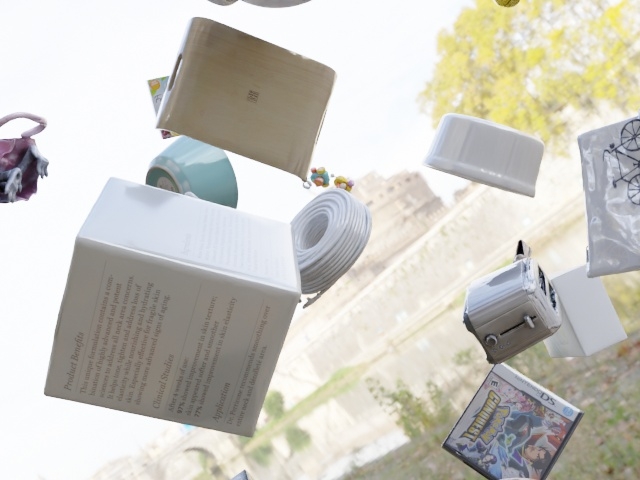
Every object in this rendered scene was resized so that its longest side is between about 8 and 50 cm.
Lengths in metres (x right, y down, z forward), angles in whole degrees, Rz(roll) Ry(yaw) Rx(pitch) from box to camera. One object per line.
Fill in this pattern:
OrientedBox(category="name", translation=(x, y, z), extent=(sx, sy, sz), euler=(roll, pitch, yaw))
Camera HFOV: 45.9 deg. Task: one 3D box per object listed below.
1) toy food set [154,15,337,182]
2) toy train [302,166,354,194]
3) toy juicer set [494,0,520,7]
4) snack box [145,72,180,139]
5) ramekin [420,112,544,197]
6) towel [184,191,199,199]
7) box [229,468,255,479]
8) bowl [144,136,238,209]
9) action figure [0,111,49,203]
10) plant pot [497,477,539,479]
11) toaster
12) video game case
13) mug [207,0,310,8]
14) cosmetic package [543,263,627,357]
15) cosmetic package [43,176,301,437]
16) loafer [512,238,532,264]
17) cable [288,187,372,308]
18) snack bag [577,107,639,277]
OrientedBox(category="toy food set", translation=(-0.135, -0.261, 1.424), extent=(0.092, 0.306, 0.220), euler=(177, 111, -77))
OrientedBox(category="toy train", translation=(0.027, -0.133, 2.107), extent=(0.125, 0.166, 0.046), euler=(-60, 2, 43))
OrientedBox(category="toy juicer set", translation=(0.439, -0.624, 1.654), extent=(0.329, 0.209, 0.089), euler=(-4, 2, 14))
OrientedBox(category="snack box", translation=(-0.341, -0.315, 1.768), extent=(0.100, 0.141, 0.037), euler=(-17, 15, -19))
OrientedBox(category="ramekin", translation=(0.387, -0.201, 1.776), extent=(0.277, 0.277, 0.135), euler=(-7, -65, -73))
OrientedBox(category="towel", translation=(-0.234, 0.003, 1.879), extent=(0.034, 0.209, 0.285), euler=(-44, -22, -11))
OrientedBox(category="box", translation=(-0.187, 0.491, 1.217), extent=(0.233, 0.059, 0.183), euler=(-36, 12, -8))
OrientedBox(category="bowl", translation=(-0.411, -0.161, 2.278), extent=(0.163, 0.311, 0.311), euler=(-27, -13, -42))
OrientedBox(category="action figure", translation=(-0.814, -0.156, 1.657), extent=(0.370, 0.276, 0.248), euler=(1, -6, 12))
OrientedBox(category="plant pot", translation=(0.352, 0.546, 1.333), extent=(0.237, 0.237, 0.110), euler=(-40, 18, 20))
OrientedBox(category="toaster", translation=(0.356, 0.122, 1.404), extent=(0.146, 0.129, 0.227), euler=(-29, 9, 22))
OrientedBox(category="video game case", translation=(0.482, 0.475, 1.895), extent=(0.275, 0.248, 0.035), euler=(-52, -20, -18))
OrientedBox(category="mug", translation=(-0.102, -0.560, 1.257), extent=(0.374, 0.276, 0.328), euler=(-61, -7, -15))
OrientedBox(category="cosmetic package", translation=(0.692, 0.197, 2.089), extent=(0.138, 0.224, 0.224), euler=(-22, -6, -11))
OrientedBox(category="cosmetic package", translation=(-0.273, 0.119, 1.454), extent=(0.327, 0.394, 0.329), euler=(-101, 29, -66))
OrientedBox(category="loafer", translation=(0.491, 0.044, 1.861), extent=(0.045, 0.039, 0.125), euler=(-25, 20, 33))
OrientedBox(category="cable", translation=(0.000, 0.000, 1.709), extent=(0.257, 0.089, 0.257), euler=(-41, 31, 16))
OrientedBox(category="snack bag", translation=(0.632, -0.105, 1.429), extent=(0.037, 0.323, 0.342), euler=(5, -11, -35))
